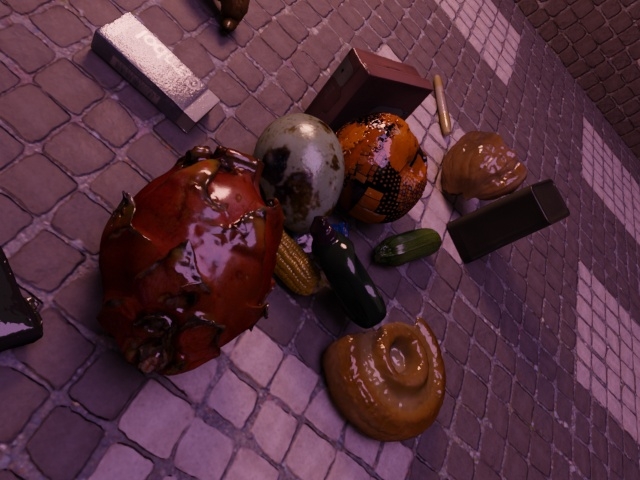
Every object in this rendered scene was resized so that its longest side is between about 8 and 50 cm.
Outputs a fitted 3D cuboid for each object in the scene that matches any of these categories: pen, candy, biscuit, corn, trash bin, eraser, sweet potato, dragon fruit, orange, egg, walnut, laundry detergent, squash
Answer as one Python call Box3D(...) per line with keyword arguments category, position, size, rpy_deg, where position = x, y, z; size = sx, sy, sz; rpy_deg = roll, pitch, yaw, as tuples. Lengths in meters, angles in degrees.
Box3D(category="pen", position=(0.373, -0.412, 1.484), size=(0.040, 0.032, 0.233), rpy_deg=(38, 44, -50))
Box3D(category="candy", position=(0.000, -0.001, 0.960), size=(0.136, 0.038, 0.087), rpy_deg=(7, 77, -30))
Box3D(category="biscuit", position=(0.142, 0.257, 0.907), size=(0.274, 0.091, 0.213), rpy_deg=(-9, 73, -45))
Box3D(category="corn", position=(-0.075, 0.017, 0.864), size=(0.206, 0.067, 0.067), rpy_deg=(47, 47, -10))
Box3D(category="trash bin", position=(0.475, -0.051, 1.236), size=(0.164, 0.241, 0.122), rpy_deg=(-17, 80, -43))
Box3D(category="eraser", position=(-0.288, -0.295, 0.860), size=(0.212, 0.046, 0.091), rpy_deg=(43, 48, -15))
Box3D(category="sweet potato", position=(-0.220, -0.586, 1.034), size=(0.124, 0.098, 0.309), rpy_deg=(20, 52, -57))
Box3D(category="dragon fruit", position=(-0.177, 0.020, 0.674), size=(0.251, 0.250, 0.314), rpy_deg=(5, 79, -38))
Box3D(category="orange", position=(0.117, -0.148, 1.020), size=(0.235, 0.183, 0.234), rpy_deg=(2, 88, -56))
Box3D(category="egg", position=(-0.039, -0.123, 0.896), size=(0.169, 0.169, 0.230), rpy_deg=(6, 69, -38))
Box3D(category="walnut", position=(0.418, -0.210, 1.305), size=(0.238, 0.204, 0.141), rpy_deg=(-121, -168, -55))
Box3D(category="laundry detergent", position=(0.042, 0.051, 0.857), size=(0.144, 0.078, 0.221), rpy_deg=(54, -7, 51))
Box3D(category="squash", position=(0.203, 0.013, 1.093), size=(0.219, 0.077, 0.068), rpy_deg=(-14, 81, -41))

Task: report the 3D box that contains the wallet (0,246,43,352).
Box3D(category="wallet", position=(-0.453, 0.087, 0.531), size=(0.250, 0.044, 0.149), rpy_deg=(-23, 80, -44))

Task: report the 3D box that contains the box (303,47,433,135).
Box3D(category="box", position=(0.097, -0.301, 1.072), size=(0.215, 0.215, 0.086), rpy_deg=(-4, 60, -41))
